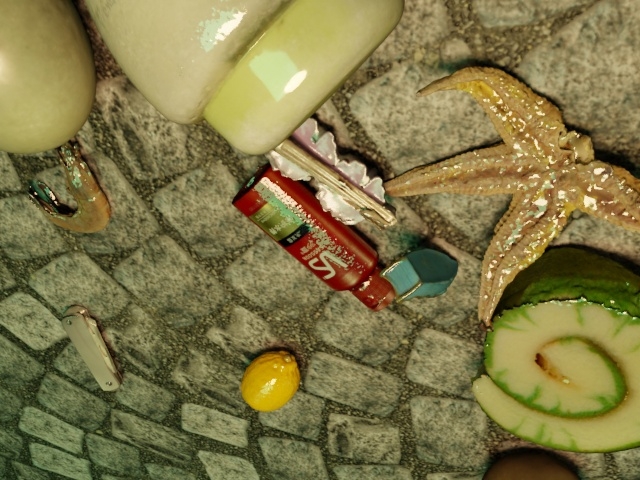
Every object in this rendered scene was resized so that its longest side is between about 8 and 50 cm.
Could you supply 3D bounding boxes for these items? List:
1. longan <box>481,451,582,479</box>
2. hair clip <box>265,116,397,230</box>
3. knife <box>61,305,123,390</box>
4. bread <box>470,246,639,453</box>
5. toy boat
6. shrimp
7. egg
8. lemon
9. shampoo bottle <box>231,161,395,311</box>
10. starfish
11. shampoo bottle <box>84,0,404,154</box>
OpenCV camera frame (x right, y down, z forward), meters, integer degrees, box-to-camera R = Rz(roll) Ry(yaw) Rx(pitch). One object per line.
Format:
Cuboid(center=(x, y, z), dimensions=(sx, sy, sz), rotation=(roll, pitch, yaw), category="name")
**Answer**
Cuboid(center=(0.420, 0.520, 1.338), dimensions=(0.212, 0.198, 0.198), rotation=(-22, 119, 33), category="longan")
Cuboid(center=(-0.003, -0.113, 1.006), dimensions=(0.292, 0.084, 0.106), rotation=(35, 101, -8), category="hair clip")
Cuboid(center=(-0.520, 0.255, 1.546), dimensions=(0.073, 0.040, 0.265), rotation=(-3, 128, 10), category="knife")
Cuboid(center=(0.414, 0.190, 1.098), dimensions=(0.382, 0.129, 0.366), rotation=(-28, 113, 36), category="bread")
Cuboid(center=(0.160, 0.061, 1.068), dimensions=(0.077, 0.185, 0.075), rotation=(-43, 70, 30), category="toy boat")
Cuboid(center=(-0.471, -0.104, 1.223), dimensions=(0.152, 0.046, 0.219), rotation=(4, 130, 13), category="shrimp")
Cuboid(center=(-0.464, -0.283, 0.928), dimensions=(0.258, 0.258, 0.352), rotation=(-14, 126, 29), category="egg")
Cuboid(center=(-0.100, 0.287, 1.376), dimensions=(0.114, 0.114, 0.155), rotation=(34, 120, -10), category="lemon")
Cuboid(center=(0.000, 0.000, 1.120), dimensions=(0.314, 0.076, 0.118), rotation=(42, 126, -17), category="shampoo bottle")
Cuboid(center=(0.278, -0.067, 0.912), dimensions=(0.398, 0.132, 0.384), rotation=(43, 126, -2), category="starfish")
Cuboid(center=(-0.093, -0.281, 0.751), dimensions=(0.317, 0.322, 0.322), rotation=(43, 130, -6), category="shampoo bottle")
